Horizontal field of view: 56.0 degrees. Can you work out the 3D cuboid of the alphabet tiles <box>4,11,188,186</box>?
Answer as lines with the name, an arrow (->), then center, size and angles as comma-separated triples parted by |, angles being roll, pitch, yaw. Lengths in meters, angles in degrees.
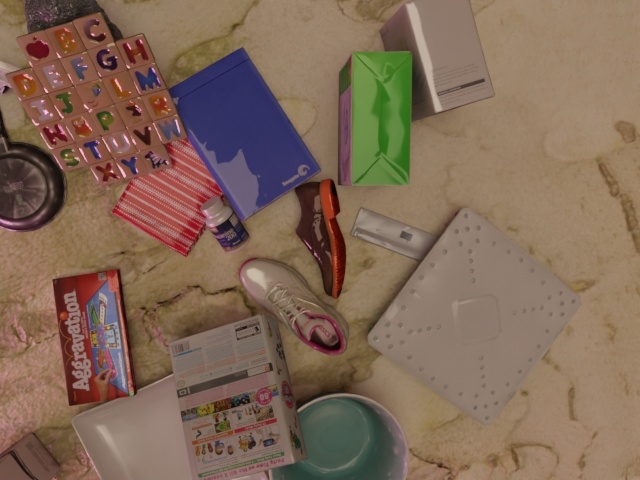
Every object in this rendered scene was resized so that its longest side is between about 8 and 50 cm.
alphabet tiles -> -0.443, -0.269, 1.212 | 0.285, 0.011, 0.343 | -14, 128, 5

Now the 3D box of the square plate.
square plate -> -0.340, 0.484, 1.393 | 0.343, 0.049, 0.347 | -23, 98, -3

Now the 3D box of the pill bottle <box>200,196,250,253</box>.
pill bottle -> -0.212, -0.035, 1.326 | 0.067, 0.067, 0.120 | -32, 118, -2

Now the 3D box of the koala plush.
koala plush -> -0.532, -0.483, 1.209 | 0.196, 0.203, 0.221 | -24, 78, -14

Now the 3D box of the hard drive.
hard drive -> -0.171, -0.231, 1.314 | 0.210, 0.040, 0.319 | -34, 94, -11

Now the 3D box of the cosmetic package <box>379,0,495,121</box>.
cosmetic package -> 0.239, -0.384, 1.279 | 0.138, 0.224, 0.225 | -17, 98, -5

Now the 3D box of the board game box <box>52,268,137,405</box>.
board game box -> -0.500, 0.213, 1.332 | 0.145, 0.027, 0.282 | -9, 88, -3

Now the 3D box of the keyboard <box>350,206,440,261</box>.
keyboard -> 0.200, -0.002, 1.425 | 0.255, 0.014, 0.072 | 20, 88, -9

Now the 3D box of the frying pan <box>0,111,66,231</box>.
frying pan -> -0.647, -0.177, 1.290 | 0.197, 0.053, 0.326 | 6, 98, -8

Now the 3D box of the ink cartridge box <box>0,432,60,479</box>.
ink cartridge box -> -0.692, 0.541, 1.241 | 0.197, 0.273, 0.114 | -36, 96, -2

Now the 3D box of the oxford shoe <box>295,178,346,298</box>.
oxford shoe -> 0.000, 0.000, 1.372 | 0.098, 0.097, 0.272 | -6, 92, 14

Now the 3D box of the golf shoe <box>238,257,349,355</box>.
golf shoe -> -0.052, 0.148, 1.347 | 0.306, 0.140, 0.115 | 38, 92, -8

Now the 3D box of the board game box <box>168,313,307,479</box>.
board game box -> -0.175, 0.334, 1.265 | 0.223, 0.097, 0.304 | -18, 72, 11

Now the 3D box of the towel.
towel -> -0.309, -0.126, 1.341 | 0.198, 0.031, 0.275 | 33, 92, -8

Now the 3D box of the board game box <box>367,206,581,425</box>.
board game box -> 0.365, 0.183, 1.435 | 0.390, 0.050, 0.390 | 36, 91, -11

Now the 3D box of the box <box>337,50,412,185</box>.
box -> 0.111, -0.246, 1.276 | 0.126, 0.231, 0.262 | 0, 96, -6

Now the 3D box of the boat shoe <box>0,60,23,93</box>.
boat shoe -> -0.663, -0.339, 1.265 | 0.184, 0.066, 0.063 | 18, 93, -18

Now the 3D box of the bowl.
bowl -> 0.034, 0.473, 1.378 | 0.311, 0.163, 0.312 | -1, 96, -6
